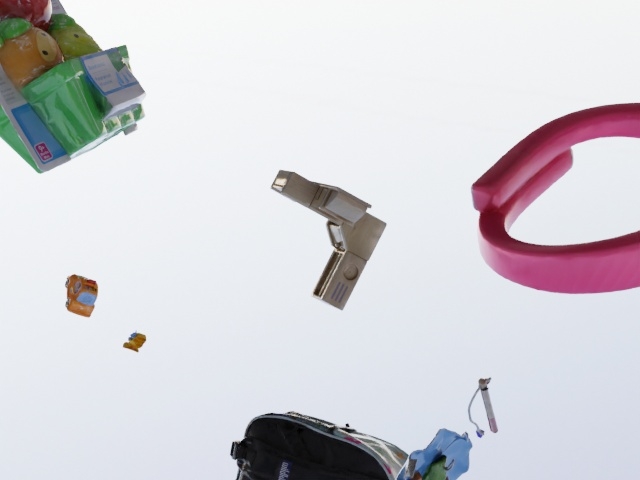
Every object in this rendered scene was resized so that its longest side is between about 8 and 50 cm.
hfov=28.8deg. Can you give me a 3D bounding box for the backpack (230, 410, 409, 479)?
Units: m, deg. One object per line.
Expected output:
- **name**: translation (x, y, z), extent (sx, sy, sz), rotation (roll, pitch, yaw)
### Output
- **backpack**: translation (0.017, 0.362, 1.713), extent (0.253, 0.225, 0.191), rotation (11, 179, 35)

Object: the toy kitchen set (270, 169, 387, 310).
- **toy kitchen set**: translation (0.000, 0.000, 0.895), extent (0.083, 0.075, 0.068), rotation (29, 175, -20)

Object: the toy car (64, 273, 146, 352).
- **toy car**: translation (-0.260, 0.082, 1.541), extent (0.122, 0.040, 0.060), rotation (34, -144, -19)

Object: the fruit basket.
- **fruit basket**: translation (-0.386, -0.281, 1.693), extent (0.165, 0.353, 0.327), rotation (-22, -172, 17)

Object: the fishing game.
- **fishing game**: translation (0.092, 0.254, 1.157), extent (0.041, 0.189, 0.264), rotation (32, -108, 27)

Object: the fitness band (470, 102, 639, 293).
- **fitness band**: translation (0.259, -0.043, 1.099), extent (0.209, 0.054, 0.291), rotation (13, -144, 35)
